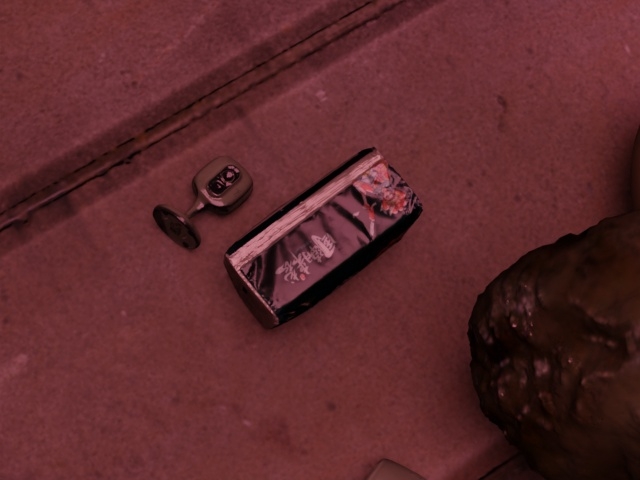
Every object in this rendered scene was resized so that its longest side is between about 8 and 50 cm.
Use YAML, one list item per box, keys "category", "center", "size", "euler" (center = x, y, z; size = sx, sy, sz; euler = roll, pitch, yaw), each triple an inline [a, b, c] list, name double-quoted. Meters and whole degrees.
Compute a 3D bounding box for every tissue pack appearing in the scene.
- category: "tissue pack"
  center: [-0.001, 0.001, 1.100]
  size: [0.170, 0.103, 0.090]
  euler: [-35, 85, -12]

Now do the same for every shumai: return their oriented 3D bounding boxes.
- category: "shumai"
  center: [0.318, 0.175, 0.915]
  size: [0.395, 0.395, 0.348]
  euler: [1, 61, -4]

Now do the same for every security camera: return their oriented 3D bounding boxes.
- category: "security camera"
  center: [-0.106, -0.041, 1.133]
  size: [0.058, 0.058, 0.092]
  euler: [38, 67, 6]

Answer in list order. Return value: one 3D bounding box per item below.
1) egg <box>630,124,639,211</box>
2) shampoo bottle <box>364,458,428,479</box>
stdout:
- category: "egg"
  center: [0.376, -0.058, 1.103]
  size: [0.186, 0.186, 0.242]
  euler: [8, 78, -2]
- category: "shampoo bottle"
  center: [0.122, 0.277, 1.065]
  size: [0.212, 0.049, 0.072]
  euler: [39, 72, 7]
